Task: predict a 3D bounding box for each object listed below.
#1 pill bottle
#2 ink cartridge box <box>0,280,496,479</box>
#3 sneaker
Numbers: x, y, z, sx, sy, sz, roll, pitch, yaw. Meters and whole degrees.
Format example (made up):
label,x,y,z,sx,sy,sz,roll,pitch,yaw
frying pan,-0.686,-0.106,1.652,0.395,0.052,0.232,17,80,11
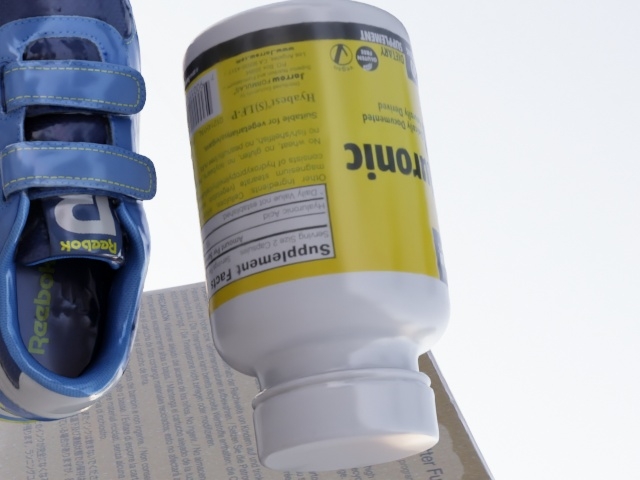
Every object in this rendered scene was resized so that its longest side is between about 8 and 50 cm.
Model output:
label,x,y,z,sx,sy,sz,roll,pitch,yaw
pill bottle,0.000,0.000,0.502,0.065,0.065,0.116,117,-33,-71
ink cartridge box,-0.039,0.102,0.781,0.235,0.193,0.088,-113,-164,-64
sneaker,-0.069,-0.020,0.506,0.059,0.053,0.144,-174,-97,-67
